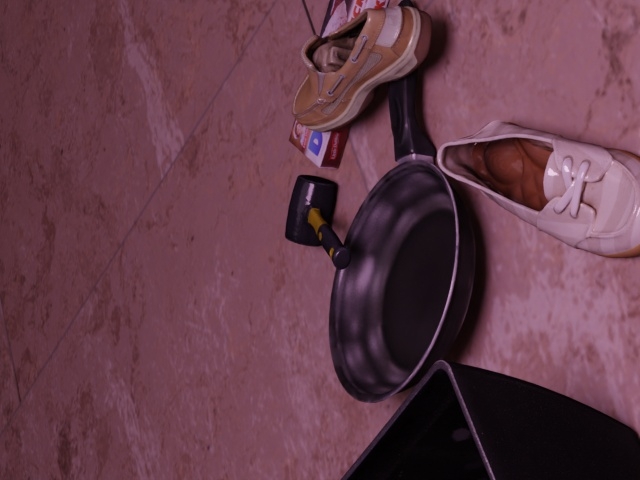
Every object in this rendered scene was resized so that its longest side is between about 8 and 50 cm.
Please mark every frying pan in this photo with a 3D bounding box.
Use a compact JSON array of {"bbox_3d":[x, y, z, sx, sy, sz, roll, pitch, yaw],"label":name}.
[{"bbox_3d":[0.059,-0.017,1.317,0.197,0.053,0.326,-51,34,42],"label":"frying pan"}]

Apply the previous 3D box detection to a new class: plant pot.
[{"bbox_3d":[0.133,0.206,1.054,0.187,0.167,0.188,-56,41,40],"label":"plant pot"}]

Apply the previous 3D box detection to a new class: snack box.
[{"bbox_3d":[0.017,-0.157,1.427,0.064,0.022,0.178,43,122,50],"label":"snack box"}]

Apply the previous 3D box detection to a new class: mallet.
[{"bbox_3d":[0.000,0.000,1.371,0.189,0.039,0.062,-109,31,-67],"label":"mallet"}]

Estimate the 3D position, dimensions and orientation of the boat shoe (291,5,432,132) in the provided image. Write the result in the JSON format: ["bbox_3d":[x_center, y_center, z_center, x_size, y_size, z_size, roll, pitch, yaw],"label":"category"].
[{"bbox_3d":[0.015,-0.148,1.330,0.190,0.072,0.068,-37,47,53],"label":"boat shoe"}]

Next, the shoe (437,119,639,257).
[{"bbox_3d":[0.161,-0.038,1.140,0.219,0.058,0.076,27,109,57],"label":"shoe"}]
